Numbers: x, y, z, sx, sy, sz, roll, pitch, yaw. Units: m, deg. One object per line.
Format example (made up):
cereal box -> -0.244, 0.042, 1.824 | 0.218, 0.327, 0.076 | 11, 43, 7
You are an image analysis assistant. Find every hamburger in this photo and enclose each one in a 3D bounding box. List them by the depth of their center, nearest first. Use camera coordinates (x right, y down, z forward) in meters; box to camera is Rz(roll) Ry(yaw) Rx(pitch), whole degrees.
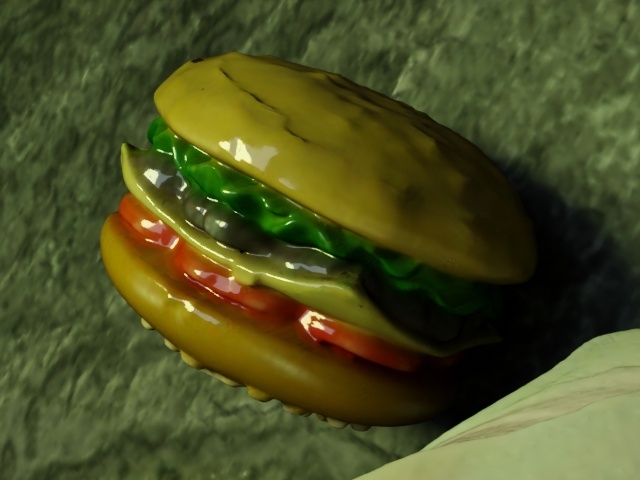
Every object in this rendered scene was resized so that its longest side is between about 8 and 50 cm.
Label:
hamburger -> 0.000, 0.000, 0.701 | 0.162, 0.162, 0.115 | 35, 104, 44

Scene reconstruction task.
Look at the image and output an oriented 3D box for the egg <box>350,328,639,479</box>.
egg -> 0.066, 0.139, 0.576 | 0.271, 0.161, 0.206 | -40, 49, 25
